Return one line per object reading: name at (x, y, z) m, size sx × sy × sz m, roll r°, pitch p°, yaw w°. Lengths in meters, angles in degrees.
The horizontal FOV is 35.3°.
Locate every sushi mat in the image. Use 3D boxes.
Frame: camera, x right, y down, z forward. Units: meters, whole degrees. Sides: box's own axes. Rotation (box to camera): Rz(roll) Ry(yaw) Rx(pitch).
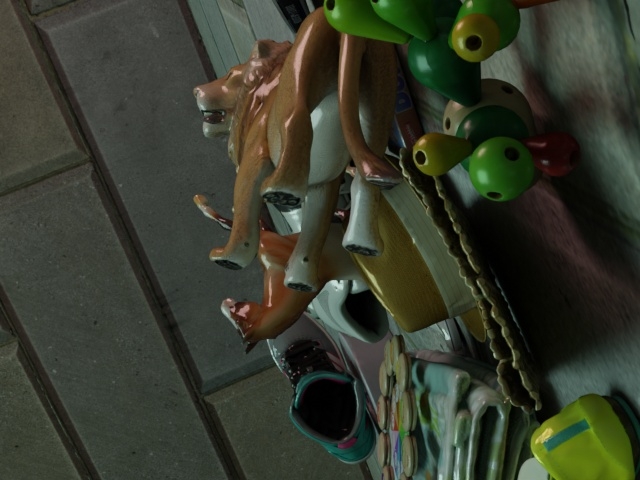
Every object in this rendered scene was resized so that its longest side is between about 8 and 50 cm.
sushi mat at (0.107, 0.031, 0.661) m, size 0.316 × 0.019 × 0.151 m, roll 22°, pitch -135°, yaw -77°

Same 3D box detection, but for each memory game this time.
memory game at (0.071, 0.181, 0.961) m, size 0.186 × 0.012 × 0.186 m, roll 180°, pitch 90°, yaw -85°

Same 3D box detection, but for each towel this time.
towel at (0.123, 0.270, 0.950) m, size 0.374 × 0.090 × 0.321 m, roll 146°, pitch 124°, yaw -85°

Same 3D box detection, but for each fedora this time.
fedora at (0.076, 0.018, 0.896) m, size 0.194 × 0.079 × 0.194 m, roll 61°, pitch 178°, yaw 4°

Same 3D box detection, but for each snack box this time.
snack box at (0.049, -0.154, 0.856) m, size 0.064 × 0.022 × 0.178 m, roll -134°, pitch 22°, yaw -70°

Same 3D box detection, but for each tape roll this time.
tape roll at (0.102, 0.235, 1.631) m, size 0.219 × 0.072 × 0.219 m, roll 157°, pitch 90°, yaw -85°

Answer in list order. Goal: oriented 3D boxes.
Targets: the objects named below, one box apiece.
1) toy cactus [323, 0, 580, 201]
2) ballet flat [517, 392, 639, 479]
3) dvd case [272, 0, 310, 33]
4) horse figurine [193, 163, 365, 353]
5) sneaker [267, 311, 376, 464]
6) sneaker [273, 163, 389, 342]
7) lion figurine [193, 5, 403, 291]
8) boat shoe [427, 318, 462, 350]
toy cactus at (0.081, -0.093, 0.535) m, size 0.180 × 0.112 × 0.219 m, roll 46°, pitch -170°, yaw -48°
ballet flat at (0.175, 0.182, 0.701) m, size 0.231 × 0.077 × 0.077 m, roll 74°, pitch 171°, yaw -50°
dvd case at (-0.056, -0.307, 0.984) m, size 0.238 × 0.029 × 0.179 m, roll -37°, pitch -73°, yaw -86°
horse figurine at (0.000, 0.000, 0.993) m, size 0.174 × 0.263 × 0.066 m, roll 49°, pitch 140°, yaw 37°
sneaker at (-0.012, 0.220, 1.617) m, size 0.296 × 0.123 × 0.178 m, roll 57°, pitch 177°, yaw 17°
sneaker at (0.028, -0.011, 1.265) m, size 0.146 × 0.122 × 0.331 m, roll 33°, pitch 149°, yaw 47°
lion figurine at (-0.005, -0.100, 0.821) m, size 0.392 × 0.142 × 0.240 m, roll 156°, pitch 128°, yaw -65°
boat shoe at (0.116, 0.079, 1.065) m, size 0.035 × 0.035 × 0.100 m, roll 77°, pitch 169°, yaw -59°
